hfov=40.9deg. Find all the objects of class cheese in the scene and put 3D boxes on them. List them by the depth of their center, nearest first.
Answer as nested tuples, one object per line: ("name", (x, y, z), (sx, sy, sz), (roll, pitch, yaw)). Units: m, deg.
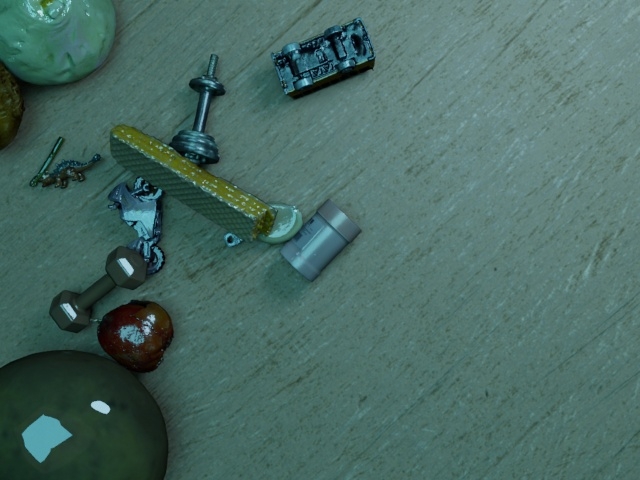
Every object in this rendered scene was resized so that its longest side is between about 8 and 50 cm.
("cheese", (-0.121, -0.037, 1.798), (0.171, 0.047, 0.092), (-4, 87, 5))

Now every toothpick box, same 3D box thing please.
("toothpick box", (0.000, 0.000, 1.761), (0.098, 0.098, 0.149), (44, 92, 5))

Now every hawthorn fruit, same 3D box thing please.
("hawthorn fruit", (-0.389, 0.188, 1.761), (0.172, 0.148, 0.148), (19, 90, -2))

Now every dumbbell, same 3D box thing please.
("dumbbell", (-0.459, 0.102, 1.774), (0.231, 0.092, 0.082), (-35, 122, 20))
("dumbbell", (-0.248, -0.267, 1.793), (0.110, 0.110, 0.255), (10, 83, 5))

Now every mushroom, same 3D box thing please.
("mushroom", (-0.722, -0.302, 1.770), (0.253, 0.253, 0.153), (45, 56, 4))

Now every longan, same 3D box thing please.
("longan", (-0.497, 0.391, 1.672), (0.404, 0.336, 0.405), (0, 117, -1))

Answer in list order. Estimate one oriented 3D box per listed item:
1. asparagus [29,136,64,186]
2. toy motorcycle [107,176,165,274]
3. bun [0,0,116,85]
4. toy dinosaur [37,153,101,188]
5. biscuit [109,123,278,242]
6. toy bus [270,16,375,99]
("asparagus", (-0.592, -0.169, 1.856), (0.018, 0.015, 0.127), (33, 91, 14))
("toy motorcycle", (-0.388, -0.035, 1.805), (0.122, 0.080, 0.215), (0, 91, 4))
("bun", (-0.549, -0.444, 1.739), (0.283, 0.179, 0.283), (-7, 112, -18))
("toy dinosaur", (-0.536, -0.148, 1.835), (0.154, 0.049, 0.055), (-23, 83, 9))
("biscuit", (-0.266, -0.115, 1.747), (0.378, 0.094, 0.054), (31, 55, 6))
("toy bus", (0.013, -0.370, 1.765), (0.201, 0.114, 0.098), (-21, 86, 9))
